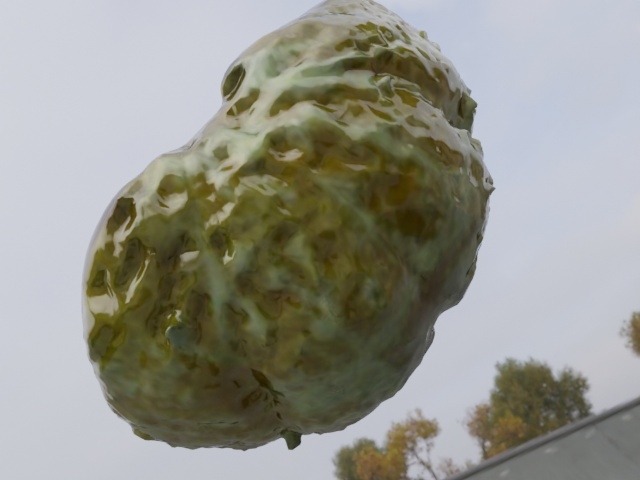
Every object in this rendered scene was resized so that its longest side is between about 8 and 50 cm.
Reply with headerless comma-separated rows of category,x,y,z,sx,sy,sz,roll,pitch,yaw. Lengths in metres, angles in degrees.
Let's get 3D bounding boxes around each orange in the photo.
orange,0.000,0.000,0.541,0.369,0.210,0.271,-54,-26,-13
